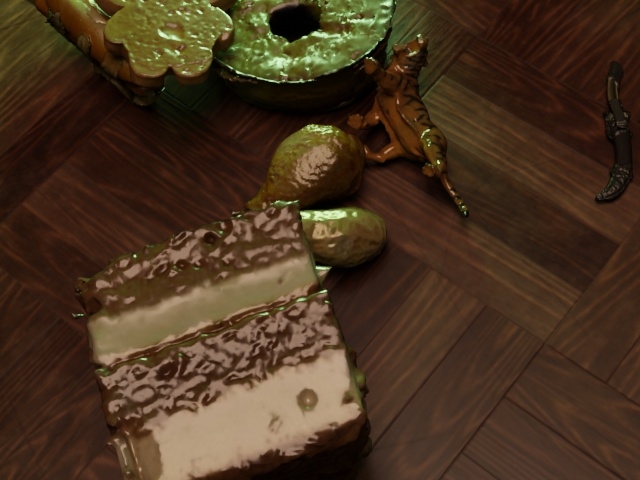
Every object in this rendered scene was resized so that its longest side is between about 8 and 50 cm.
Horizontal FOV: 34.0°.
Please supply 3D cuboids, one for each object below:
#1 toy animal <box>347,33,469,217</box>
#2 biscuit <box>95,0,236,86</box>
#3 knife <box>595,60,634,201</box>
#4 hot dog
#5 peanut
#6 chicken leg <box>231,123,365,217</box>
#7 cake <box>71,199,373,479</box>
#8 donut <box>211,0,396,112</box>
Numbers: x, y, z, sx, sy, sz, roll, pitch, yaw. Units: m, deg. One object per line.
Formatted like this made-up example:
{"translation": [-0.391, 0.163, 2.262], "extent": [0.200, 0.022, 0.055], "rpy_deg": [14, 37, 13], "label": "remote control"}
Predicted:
{"translation": [0.126, -0.131, 1.354], "extent": [0.116, 0.114, 0.255], "rpy_deg": [-15, 72, -35], "label": "toy animal"}
{"translation": [-0.203, -0.317, 1.408], "extent": [0.202, 0.044, 0.289], "rpy_deg": [-7, 60, -7], "label": "biscuit"}
{"translation": [0.389, -0.146, 1.361], "extent": [0.045, 0.021, 0.222], "rpy_deg": [6, 63, 13], "label": "knife"}
{"translation": [-0.312, -0.282, 1.465], "extent": [0.072, 0.109, 0.269], "rpy_deg": [-44, 67, -9], "label": "hot dog"}
{"translation": [0.000, 0.000, 1.280], "extent": [0.174, 0.080, 0.080], "rpy_deg": [-6, 60, -13], "label": "peanut"}
{"translation": [-0.049, -0.054, 1.329], "extent": [0.251, 0.087, 0.107], "rpy_deg": [-42, 54, -9], "label": "chicken leg"}
{"translation": [-0.095, 0.150, 1.128], "extent": [0.282, 0.256, 0.290], "rpy_deg": [-20, 65, -7], "label": "cake"}
{"translation": [-0.027, -0.282, 1.442], "extent": [0.272, 0.107, 0.272], "rpy_deg": [-5, 57, 7], "label": "donut"}
